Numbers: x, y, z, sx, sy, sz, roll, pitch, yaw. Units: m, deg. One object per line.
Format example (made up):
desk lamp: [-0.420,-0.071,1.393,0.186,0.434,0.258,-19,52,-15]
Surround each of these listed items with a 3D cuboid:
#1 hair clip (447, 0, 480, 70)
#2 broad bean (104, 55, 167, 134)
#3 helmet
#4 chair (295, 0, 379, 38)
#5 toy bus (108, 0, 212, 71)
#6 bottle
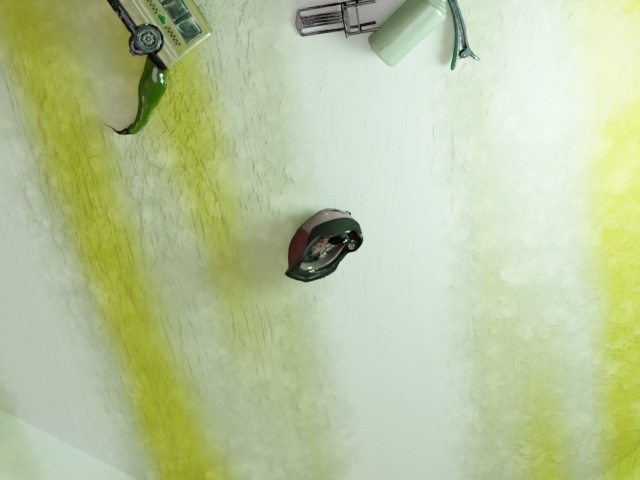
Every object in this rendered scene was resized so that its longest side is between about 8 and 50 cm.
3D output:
hair clip: [0.346,-0.592,1.787,0.083,0.048,0.275,-18,111,10]
broad bean: [-0.476,-0.406,1.843,0.098,0.056,0.318,35,112,-12]
helmet: [0.000,0.000,2.012,0.253,0.154,0.198,-28,153,22]
chair: [0.040,-0.569,1.750,0.212,0.101,0.084,-10,117,2]
toy bus: [-0.436,-0.608,1.656,0.202,0.177,0.365,-38,113,-10]
bottle: [0.241,-0.565,1.741,0.245,0.104,0.104,-39,112,25]
